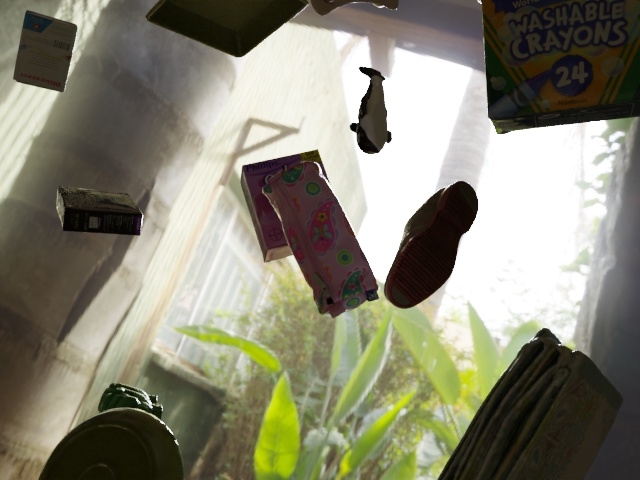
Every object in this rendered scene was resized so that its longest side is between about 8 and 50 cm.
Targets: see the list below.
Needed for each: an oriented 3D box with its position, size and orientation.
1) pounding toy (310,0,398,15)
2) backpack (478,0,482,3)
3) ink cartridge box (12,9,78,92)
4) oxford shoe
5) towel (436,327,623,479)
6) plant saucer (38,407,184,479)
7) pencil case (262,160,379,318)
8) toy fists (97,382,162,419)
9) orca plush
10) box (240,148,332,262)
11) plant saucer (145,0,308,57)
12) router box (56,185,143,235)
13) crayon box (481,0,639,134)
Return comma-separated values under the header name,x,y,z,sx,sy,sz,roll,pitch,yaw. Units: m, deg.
name,x,y,z,sx,sy,sz,roll,pitch,yaw
pounding toy,0.056,-0.578,1.556,0.270,0.154,0.154,10,-54,-14
backpack,0.272,-0.416,1.041,0.105,0.084,0.114,-30,-44,7
ink cartridge box,-0.495,-0.339,1.227,0.089,0.122,0.052,11,19,-26
oxford shoe,0.230,0.017,1.519,0.123,0.348,0.130,48,-29,-17
towel,0.317,0.320,1.018,0.090,0.320,0.374,29,-5,41
plant saucer,-0.314,0.355,0.980,0.241,0.241,0.037,13,-24,23
pencil case,0.000,0.000,1.236,0.124,0.284,0.124,-23,-11,-5
toy fists,-0.484,0.419,1.723,0.142,0.096,0.279,14,-7,-17
orca plush,0.110,-0.333,1.795,0.102,0.287,0.151,-18,-26,29
box,-0.077,-0.093,1.803,0.214,0.242,0.117,-14,-18,-14
plant saucer,-0.148,-0.377,1.072,0.188,0.045,0.188,12,-25,-41
router box,-0.412,-0.056,1.263,0.133,0.046,0.179,4,15,-25
crayon box,0.310,-0.311,0.863,0.203,0.322,0.083,-4,-8,21
